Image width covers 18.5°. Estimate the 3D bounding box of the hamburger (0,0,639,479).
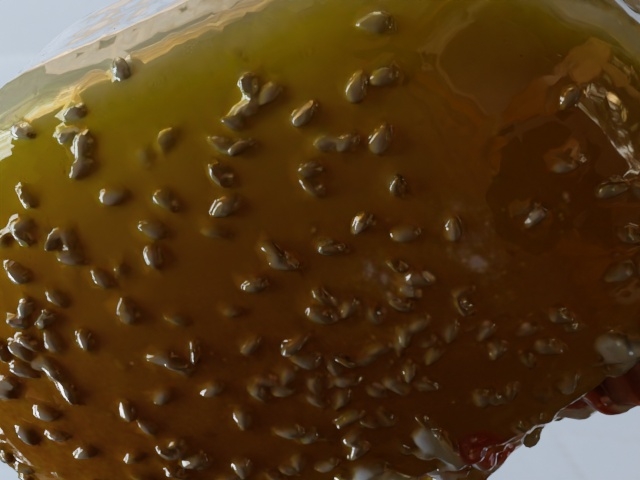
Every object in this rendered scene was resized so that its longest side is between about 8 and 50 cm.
[{"bbox_3d":[0.000,0.000,0.703,0.295,0.151,0.227,-21,129,26],"label":"hamburger"}]
